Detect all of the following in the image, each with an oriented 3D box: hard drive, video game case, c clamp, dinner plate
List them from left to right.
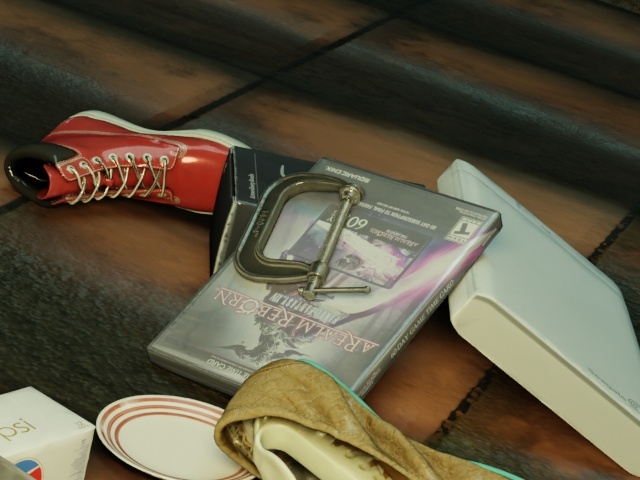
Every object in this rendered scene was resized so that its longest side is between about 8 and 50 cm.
[{"bbox_3d":[-0.110,0.163,1.564,0.141,0.017,0.141,14,21,-5],"label":"dinner plate"},{"bbox_3d":[-0.005,-0.005,1.740,0.137,0.022,0.161,-3,44,19],"label":"c clamp"},{"bbox_3d":[0.006,0.040,1.718,0.196,0.026,0.274,19,50,31],"label":"video game case"},{"bbox_3d":[0.212,0.062,1.860,0.233,0.047,0.353,39,18,-13],"label":"hard drive"}]

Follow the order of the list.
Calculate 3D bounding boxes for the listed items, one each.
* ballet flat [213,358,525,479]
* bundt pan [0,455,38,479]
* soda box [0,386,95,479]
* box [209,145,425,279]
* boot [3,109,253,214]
[{"bbox_3d":[0.054,0.200,1.459,0.342,0.116,0.124,32,41,28],"label":"ballet flat"},{"bbox_3d":[-0.182,0.214,1.114,0.331,0.124,0.331,35,-5,3],"label":"bundt pan"},{"bbox_3d":[-0.262,0.168,1.381,0.074,0.069,0.216,28,24,31],"label":"soda box"},{"bbox_3d":[0.000,0.000,1.910,0.207,0.108,0.153,12,23,-7],"label":"box"},{"bbox_3d":[-0.185,-0.060,1.976,0.244,0.088,0.176,13,20,17],"label":"boot"}]
